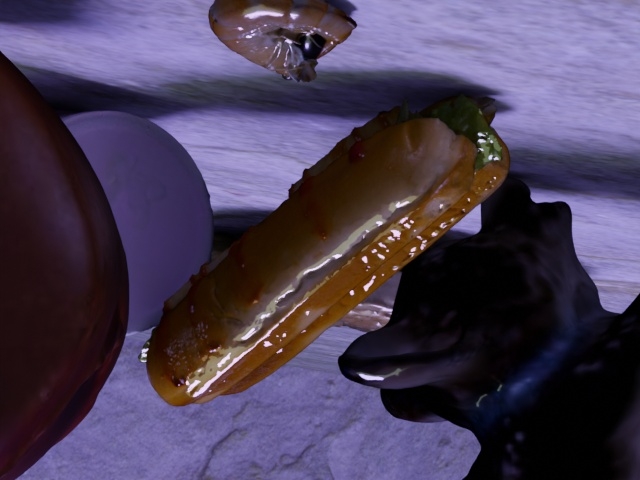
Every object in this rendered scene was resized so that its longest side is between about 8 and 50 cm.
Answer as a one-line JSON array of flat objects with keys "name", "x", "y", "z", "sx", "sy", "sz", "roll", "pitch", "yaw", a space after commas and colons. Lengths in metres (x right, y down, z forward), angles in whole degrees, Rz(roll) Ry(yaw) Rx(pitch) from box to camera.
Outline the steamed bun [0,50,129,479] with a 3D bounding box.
[{"name": "steamed bun", "x": -0.276, "y": -0.009, "z": 0.731, "sx": 0.379, "sy": 0.248, "sz": 0.235, "roll": -3, "pitch": 175, "yaw": -4}]

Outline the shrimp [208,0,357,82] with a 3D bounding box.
[{"name": "shrimp", "x": -0.009, "y": -0.088, "z": 0.736, "sx": 0.059, "sy": 0.023, "sz": 0.108, "roll": -5, "pitch": 169, "yaw": 21}]

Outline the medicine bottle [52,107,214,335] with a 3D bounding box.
[{"name": "medicine bottle", "x": -0.179, "y": -0.004, "z": 1.041, "sx": 0.152, "sy": 0.152, "sz": 0.254, "roll": 12, "pitch": 170, "yaw": -30}]

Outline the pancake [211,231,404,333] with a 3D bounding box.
[{"name": "pancake", "x": 0.048, "y": 0.049, "z": 1.478, "sx": 0.387, "sy": 0.082, "sz": 0.387, "roll": 7, "pitch": 177, "yaw": 0}]

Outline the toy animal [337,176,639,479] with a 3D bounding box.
[{"name": "toy animal", "x": 0.112, "y": 0.128, "z": 1.020, "sx": 0.303, "sy": 0.344, "sz": 0.194, "roll": -4, "pitch": 168, "yaw": 6}]

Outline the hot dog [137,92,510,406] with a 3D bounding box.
[{"name": "hot dog", "x": 0.000, "y": 0.000, "z": 0.898, "sx": 0.250, "sy": 0.076, "sz": 0.104, "roll": -43, "pitch": 167, "yaw": 29}]
